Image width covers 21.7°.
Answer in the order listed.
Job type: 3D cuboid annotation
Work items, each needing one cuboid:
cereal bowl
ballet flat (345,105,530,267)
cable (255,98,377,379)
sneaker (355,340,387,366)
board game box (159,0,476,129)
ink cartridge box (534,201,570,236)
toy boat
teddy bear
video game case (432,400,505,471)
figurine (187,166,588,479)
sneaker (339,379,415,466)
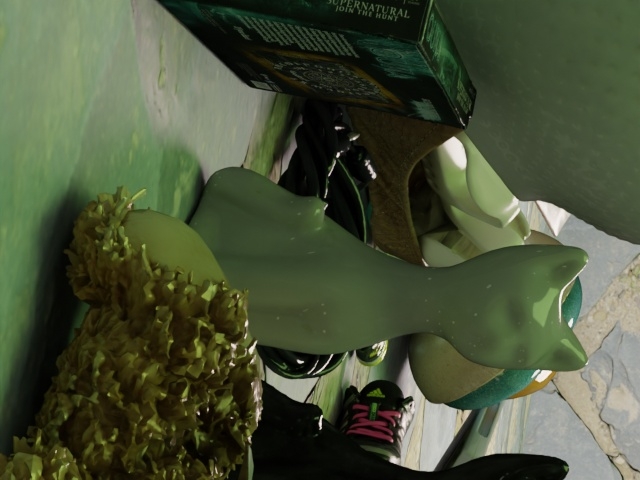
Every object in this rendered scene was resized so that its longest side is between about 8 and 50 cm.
[{"bbox_3d":[0.128,-0.127,0.989,0.339,0.141,0.339,52,8,-11],"label":"cereal bowl"},{"bbox_3d":[0.098,-0.044,1.247,0.116,0.124,0.342,-45,157,-13],"label":"ballet flat"},{"bbox_3d":[0.000,0.000,1.046,0.150,0.047,0.184,80,23,-56],"label":"cable"},{"bbox_3d":[0.047,0.059,1.337,0.035,0.031,0.083,52,48,-73],"label":"sneaker"},{"bbox_3d":[0.004,-0.095,0.810,0.186,0.126,0.026,35,67,-77],"label":"board game box"},{"bbox_3d":[0.249,-0.195,1.776,0.261,0.066,0.296,-51,135,-17],"label":"ink cartridge box"},{"bbox_3d":[0.225,0.049,1.560,0.318,0.148,0.267,-41,-173,18],"label":"toy boat"},{"bbox_3d":[-0.086,0.146,0.679,0.245,0.113,0.337,44,48,-84],"label":"teddy bear"},{"bbox_3d":[0.110,0.249,1.597,0.212,0.023,0.193,-60,176,21],"label":"video game case"},{"bbox_3d":[0.033,0.077,0.869,0.092,0.210,0.214,-62,158,-56],"label":"figurine"},{"bbox_3d":[0.039,0.146,1.298,0.170,0.063,0.074,-8,107,-82],"label":"sneaker"}]
